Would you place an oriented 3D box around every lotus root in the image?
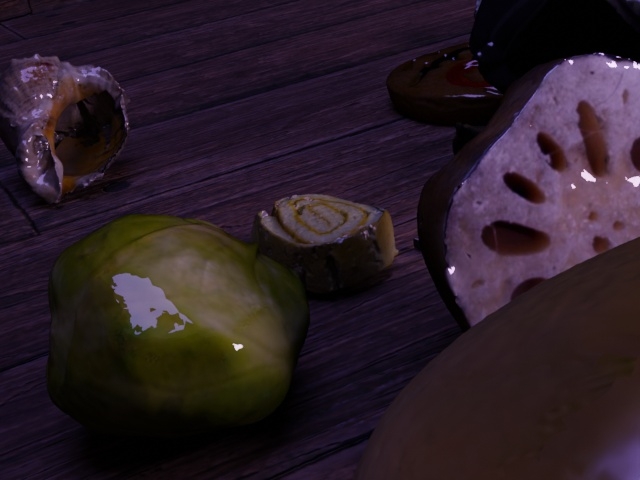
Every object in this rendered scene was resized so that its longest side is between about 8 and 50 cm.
[{"bbox_3d":[0.186,-0.015,0.792,0.272,0.272,0.192,-16,15,-15],"label":"lotus root"}]

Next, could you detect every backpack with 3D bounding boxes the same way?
[{"bbox_3d":[0.372,-0.290,1.122,0.255,0.363,0.446,18,7,-35],"label":"backpack"}]

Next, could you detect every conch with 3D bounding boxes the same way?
[{"bbox_3d":[-0.345,-0.148,1.363,0.178,0.163,0.245,-22,53,9],"label":"conch"}]

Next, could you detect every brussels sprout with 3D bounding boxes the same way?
[{"bbox_3d":[-0.109,0.065,0.789,0.223,0.161,0.223,-3,26,1],"label":"brussels sprout"}]

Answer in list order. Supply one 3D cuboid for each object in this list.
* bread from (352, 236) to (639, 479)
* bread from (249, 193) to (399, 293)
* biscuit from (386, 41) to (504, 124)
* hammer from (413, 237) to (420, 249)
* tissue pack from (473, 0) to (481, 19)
[{"bbox_3d":[0.212,0.122,0.448,0.376,0.253,0.348,-19,22,-24],"label":"bread"},{"bbox_3d":[0.000,0.000,1.013,0.117,0.064,0.156,-18,24,-28],"label":"bread"},{"bbox_3d":[0.285,-0.243,1.452,0.367,0.063,0.314,-17,24,-18],"label":"biscuit"},{"bbox_3d":[0.173,-0.031,1.080,0.062,0.013,0.199,10,30,35],"label":"hammer"},{"bbox_3d":[0.403,-0.381,1.636,0.257,0.081,0.185,13,12,39],"label":"tissue pack"}]
